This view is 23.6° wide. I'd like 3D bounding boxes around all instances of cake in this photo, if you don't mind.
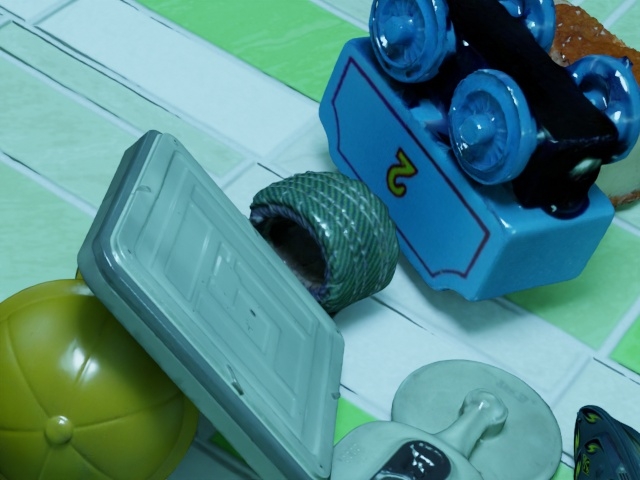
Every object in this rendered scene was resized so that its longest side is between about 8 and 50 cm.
[{"bbox_3d":[0.284,-0.162,1.642,0.160,0.158,0.262,7,42,-13],"label":"cake"}]

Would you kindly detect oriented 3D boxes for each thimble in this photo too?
[{"bbox_3d":[0.001,0.002,1.424,0.090,0.118,0.135,-22,37,-38],"label":"thimble"}]

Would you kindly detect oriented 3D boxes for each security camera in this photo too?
[{"bbox_3d":[0.102,0.185,1.292,0.157,0.080,0.301,31,43,19],"label":"security camera"}]

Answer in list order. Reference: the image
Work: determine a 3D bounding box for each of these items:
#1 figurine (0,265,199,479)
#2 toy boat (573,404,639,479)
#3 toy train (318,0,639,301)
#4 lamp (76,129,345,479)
[{"bbox_3d":[-0.186,0.094,1.246,0.192,0.167,0.257,2,40,7],"label":"figurine"},{"bbox_3d":[0.252,0.234,1.262,0.103,0.093,0.246,6,43,-20],"label":"toy boat"},{"bbox_3d":[0.144,-0.110,1.470,0.188,0.265,0.300,-11,50,-34],"label":"toy train"},{"bbox_3d":[-0.078,0.056,1.241,0.269,0.047,0.266,50,19,-17],"label":"lamp"}]
